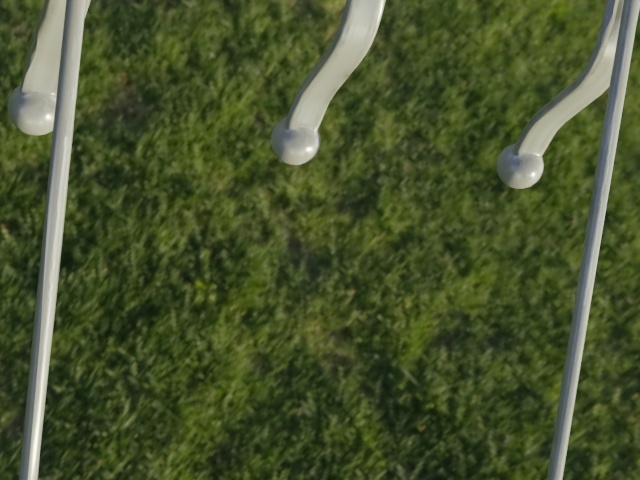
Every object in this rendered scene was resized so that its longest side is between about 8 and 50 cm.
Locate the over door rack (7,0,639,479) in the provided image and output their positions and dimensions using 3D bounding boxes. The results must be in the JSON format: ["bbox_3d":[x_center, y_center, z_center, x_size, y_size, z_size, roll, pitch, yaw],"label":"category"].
[{"bbox_3d":[0.000,0.000,0.427,0.239,0.108,0.324,5,87,-18],"label":"over door rack"}]
